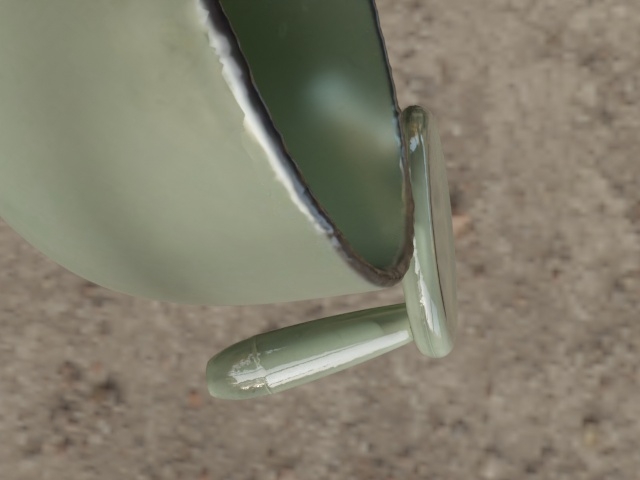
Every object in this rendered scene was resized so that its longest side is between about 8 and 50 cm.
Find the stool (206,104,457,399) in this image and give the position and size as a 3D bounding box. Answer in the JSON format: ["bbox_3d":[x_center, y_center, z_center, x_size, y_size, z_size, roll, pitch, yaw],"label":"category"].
[{"bbox_3d":[0.000,0.000,1.534,0.195,0.198,0.195,-82,163,-49],"label":"stool"}]

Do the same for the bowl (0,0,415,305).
[{"bbox_3d":[-0.102,-0.122,0.899,0.354,0.185,0.354,-17,90,-77],"label":"bowl"}]
